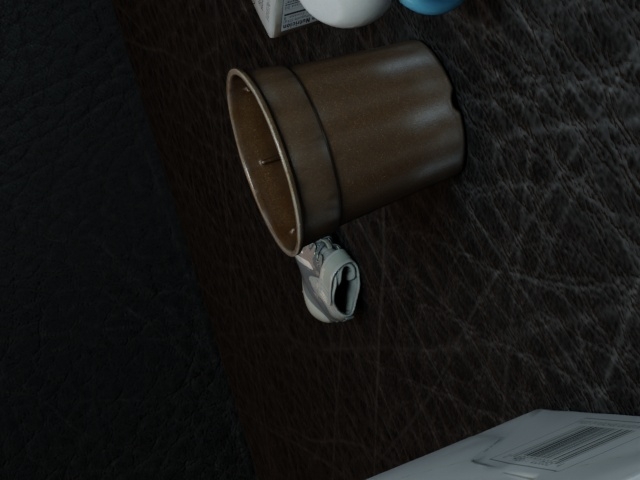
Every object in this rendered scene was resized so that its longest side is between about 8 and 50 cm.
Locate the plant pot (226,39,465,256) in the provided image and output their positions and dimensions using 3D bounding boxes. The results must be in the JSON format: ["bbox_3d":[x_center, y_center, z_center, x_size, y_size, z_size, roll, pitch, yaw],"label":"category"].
[{"bbox_3d":[0.024,-0.091,1.156,0.167,0.165,0.167,161,90,-76],"label":"plant pot"}]

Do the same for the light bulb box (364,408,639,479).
[{"bbox_3d":[0.186,0.328,0.949,0.358,0.225,0.361,160,90,-76],"label":"light bulb box"}]

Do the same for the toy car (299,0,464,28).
[{"bbox_3d":[0.068,-0.224,0.904,0.136,0.159,0.182,27,149,16],"label":"toy car"}]

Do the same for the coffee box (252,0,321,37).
[{"bbox_3d":[-0.012,-0.322,1.080,0.297,0.119,0.168,101,146,-65],"label":"coffee box"}]

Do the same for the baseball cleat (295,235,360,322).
[{"bbox_3d":[0.000,0.000,1.640,0.109,0.072,0.206,-8,106,63],"label":"baseball cleat"}]
